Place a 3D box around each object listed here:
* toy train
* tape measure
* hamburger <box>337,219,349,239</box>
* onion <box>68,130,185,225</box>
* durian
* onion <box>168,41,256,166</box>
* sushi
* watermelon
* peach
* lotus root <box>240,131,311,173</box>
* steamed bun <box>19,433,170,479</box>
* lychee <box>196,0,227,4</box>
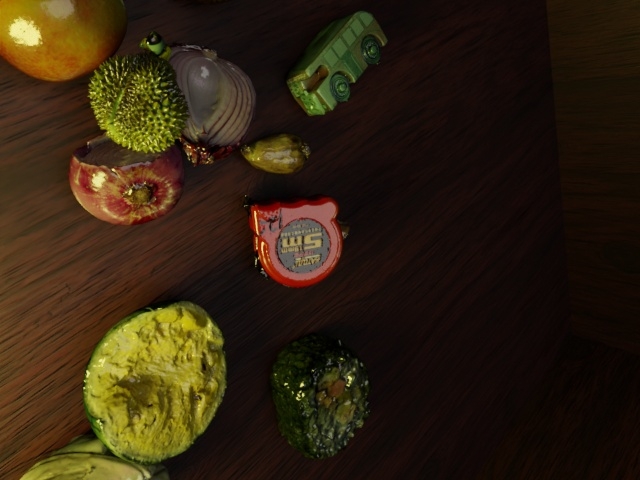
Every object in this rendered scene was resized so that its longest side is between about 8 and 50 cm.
[{"bbox_3d":[0.047,-0.483,1.180,0.159,0.129,0.326,47,70,-31],"label":"toy train"},{"bbox_3d":[-0.068,-0.004,1.158,0.253,0.114,0.260,-8,106,-15],"label":"tape measure"},{"bbox_3d":[-0.002,-0.007,1.282,0.102,0.087,0.176,39,85,-20],"label":"hamburger"},{"bbox_3d":[-0.376,-0.117,0.879,0.207,0.201,0.200,-43,126,-46],"label":"onion"},{"bbox_3d":[-0.318,-0.247,0.778,0.159,0.146,0.198,-16,73,-1],"label":"durian"},{"bbox_3d":[-0.261,-0.268,0.939,0.227,0.120,0.283,16,64,-30],"label":"onion"},{"bbox_3d":[0.012,0.464,1.333,0.294,0.178,0.352,-25,116,-36],"label":"sushi"},{"bbox_3d":[-0.368,0.290,0.964,0.331,0.189,0.330,-19,113,-55],"label":"watermelon"},{"bbox_3d":[-0.449,-0.385,0.724,0.231,0.231,0.231,-10,107,-38],"label":"peach"},{"bbox_3d":[-0.123,-0.223,1.123,0.191,0.094,0.108,-9,73,-29],"label":"lotus root"},{"bbox_3d":[-0.470,0.507,0.913,0.280,0.268,0.207,3,69,-46],"label":"steamed bun"},{"bbox_3d":[-0.217,-0.589,0.897,0.194,0.194,0.194,-10,107,-38],"label":"lychee"}]
